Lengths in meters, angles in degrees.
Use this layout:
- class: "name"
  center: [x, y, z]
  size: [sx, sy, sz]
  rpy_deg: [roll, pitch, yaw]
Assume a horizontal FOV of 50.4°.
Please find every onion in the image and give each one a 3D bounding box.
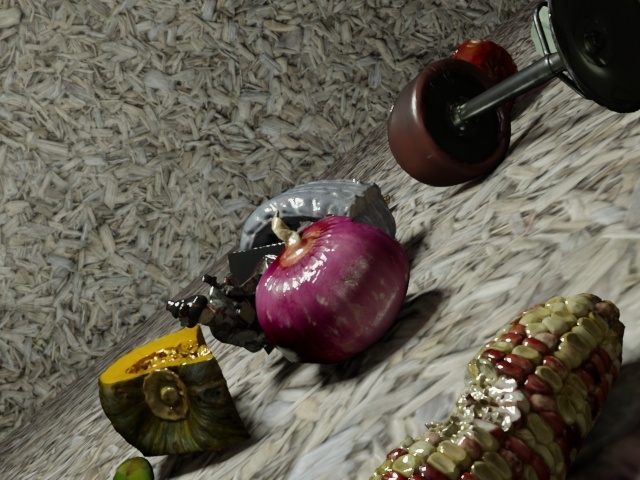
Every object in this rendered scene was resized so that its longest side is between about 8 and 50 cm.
- class: "onion"
  center: [0.008, 0.073, 0.875]
  size: [0.207, 0.200, 0.200]
  rpy_deg: [7, 36, 30]

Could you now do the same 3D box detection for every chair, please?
- class: "chair"
  center: [0.295, -0.238, 1.078]
  size: [0.226, 0.226, 0.401]
  rpy_deg: [-44, 10, -30]

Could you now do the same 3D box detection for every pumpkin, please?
- class: "pumpkin"
  center: [-0.179, 0.207, 0.977]
  size: [0.281, 0.139, 0.190]
  rpy_deg: [-16, 9, 33]

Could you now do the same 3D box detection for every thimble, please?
- class: "thimble"
  center: [0.000, 0.000, 1.104]
  size: [0.236, 0.205, 0.172]
  rpy_deg: [-34, 4, 34]

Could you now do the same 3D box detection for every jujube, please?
- class: "jujube"
  center: [0.310, -0.314, 1.478]
  size: [0.232, 0.213, 0.213]
  rpy_deg: [-18, 22, 52]

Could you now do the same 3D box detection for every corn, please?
- class: "corn"
  center: [0.101, 0.135, 0.421]
  size: [0.290, 0.098, 0.098]
  rpy_deg: [-44, 11, -29]

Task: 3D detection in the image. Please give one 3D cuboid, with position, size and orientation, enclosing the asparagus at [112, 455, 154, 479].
- class: "asparagus"
  center: [-0.231, 0.335, 0.840]
  size: [0.067, 0.060, 0.278]
  rpy_deg: [-30, 8, -16]

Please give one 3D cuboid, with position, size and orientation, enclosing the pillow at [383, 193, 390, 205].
- class: "pillow"
  center: [0.046, -0.031, 1.489]
  size: [0.126, 0.043, 0.232]
  rpy_deg: [-13, -14, -46]

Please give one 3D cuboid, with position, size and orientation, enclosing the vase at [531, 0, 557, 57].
- class: "vase"
  center: [0.595, -0.480, 1.337]
  size: [0.360, 0.165, 0.165]
  rpy_deg: [-35, 9, -5]

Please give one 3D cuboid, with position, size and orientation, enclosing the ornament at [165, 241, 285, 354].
- class: "ornament"
  center: [-0.119, 0.089, 0.960]
  size: [0.153, 0.166, 0.196]
  rpy_deg: [-12, -6, 32]
